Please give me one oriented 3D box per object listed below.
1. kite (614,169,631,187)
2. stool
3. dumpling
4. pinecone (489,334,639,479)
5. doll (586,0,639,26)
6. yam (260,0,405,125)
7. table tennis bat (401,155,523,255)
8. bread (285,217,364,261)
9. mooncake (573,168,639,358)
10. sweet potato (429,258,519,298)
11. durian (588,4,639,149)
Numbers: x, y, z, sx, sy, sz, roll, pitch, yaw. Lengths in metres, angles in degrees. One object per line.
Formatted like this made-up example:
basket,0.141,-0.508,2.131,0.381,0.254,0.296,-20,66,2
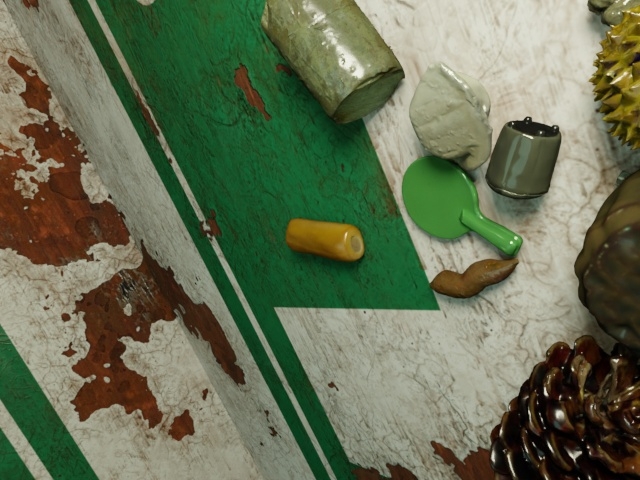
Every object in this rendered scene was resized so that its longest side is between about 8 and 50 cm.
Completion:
kite,0.516,-0.024,0.592,0.267,0.013,0.323,31,139,30
stool,0.304,-0.122,0.696,0.096,0.096,0.110,28,130,33
dumpling,0.217,-0.193,0.738,0.150,0.092,0.177,39,140,33
pinecone,0.420,0.294,0.699,0.242,0.298,0.296,-124,27,-43
doll,0.395,-0.344,0.439,0.285,0.091,0.203,4,115,55
yam,0.013,-0.344,0.814,0.268,0.161,0.161,53,144,1
table tennis bat,0.253,-0.055,0.855,0.257,0.039,0.161,40,140,30
bread,0.000,0.000,1.152,0.239,0.074,0.093,9,128,46
mooncake,0.468,0.043,0.554,0.290,0.161,0.291,31,141,29
sweet potato,0.291,0.075,0.891,0.218,0.051,0.065,-27,93,54
durian,0.393,-0.192,0.523,0.182,0.132,0.165,-179,81,-73
